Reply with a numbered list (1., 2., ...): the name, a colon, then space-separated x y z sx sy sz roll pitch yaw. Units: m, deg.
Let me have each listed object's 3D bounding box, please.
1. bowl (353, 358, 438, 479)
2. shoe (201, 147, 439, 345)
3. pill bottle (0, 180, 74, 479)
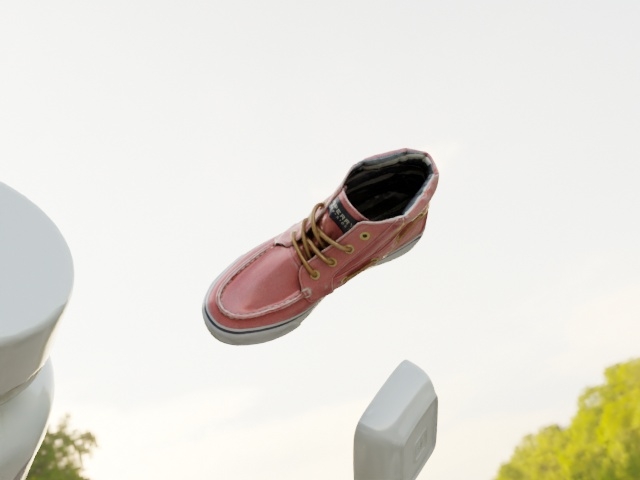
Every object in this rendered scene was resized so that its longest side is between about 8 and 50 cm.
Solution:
1. bowl: 0.092 0.226 1.089 0.142 0.053 0.142 -44 -37 -45
2. shoe: 0.000 0.000 0.626 0.178 0.063 0.081 -28 -23 -21
3. pill bottle: -0.295 0.135 0.624 0.204 0.204 0.361 -1 -49 -42
